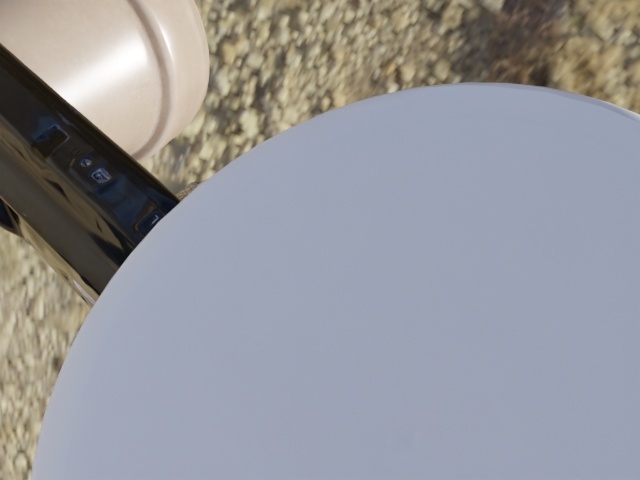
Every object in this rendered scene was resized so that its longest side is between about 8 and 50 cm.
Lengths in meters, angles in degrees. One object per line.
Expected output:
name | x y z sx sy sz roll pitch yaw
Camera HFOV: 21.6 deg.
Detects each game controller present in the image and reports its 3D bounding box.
game controller | -0.128 -0.010 0.934 0.067 0.166 0.319 -39 45 -12

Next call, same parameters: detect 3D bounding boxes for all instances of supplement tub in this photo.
supplement tub | 0.064 0.101 0.434 0.191 0.272 0.191 -10 59 18

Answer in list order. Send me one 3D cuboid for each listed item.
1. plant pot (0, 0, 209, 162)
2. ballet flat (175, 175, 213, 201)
plant pot | -0.262 -0.136 1.389 0.263 0.263 0.229 42 49 3
ballet flat | 0.000 0.000 1.644 0.483 0.164 0.182 16 104 -42
